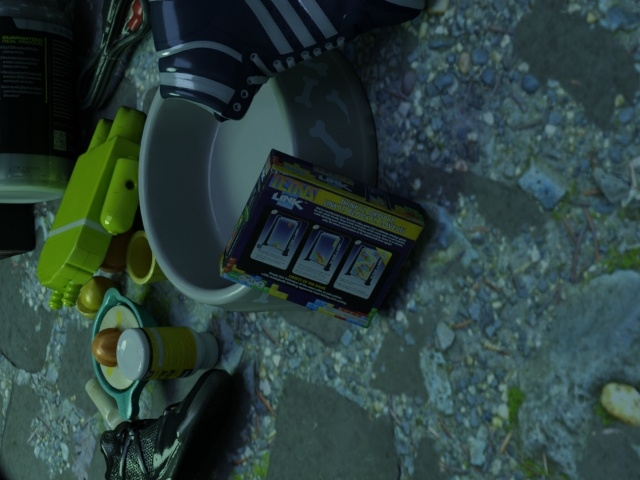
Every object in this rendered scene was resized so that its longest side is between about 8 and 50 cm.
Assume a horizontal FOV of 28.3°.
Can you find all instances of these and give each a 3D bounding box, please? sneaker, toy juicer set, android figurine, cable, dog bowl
[{"bbox_3d":[-0.034,-0.196,1.298,0.099,0.282,0.153,-145,56,-82],"label":"sneaker"},{"bbox_3d":[-0.281,0.132,1.693,0.209,0.089,0.329,20,104,48],"label":"toy juicer set"},{"bbox_3d":[-0.301,-0.039,1.671,0.248,0.056,0.272,-16,55,60],"label":"android figurine"},{"bbox_3d":[-0.261,-0.275,1.720,0.139,0.072,0.287,57,140,35],"label":"cable"},{"bbox_3d":[-0.089,-0.079,1.464,0.349,0.102,0.348,-3,86,50],"label":"dog bowl"},{"bbox_3d":[-0.198,0.234,1.564,0.130,0.087,0.227,36,112,20],"label":"sneaker"}]

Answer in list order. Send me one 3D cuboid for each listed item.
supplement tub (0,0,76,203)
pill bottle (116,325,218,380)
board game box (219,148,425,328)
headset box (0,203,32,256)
[{"bbox_3d":[-0.449,-0.217,1.818,0.194,0.194,0.316,-6,83,49],"label":"supplement tub"},{"bbox_3d":[-0.186,0.137,1.559,0.065,0.116,0.065,-1,89,50],"label":"pill bottle"},{"bbox_3d":[0.000,0.000,1.308,0.048,0.170,0.141,-95,29,-60],"label":"board game box"},{"bbox_3d":[-0.597,-0.021,1.969,0.293,0.218,0.110,-12,80,50],"label":"headset box"}]
